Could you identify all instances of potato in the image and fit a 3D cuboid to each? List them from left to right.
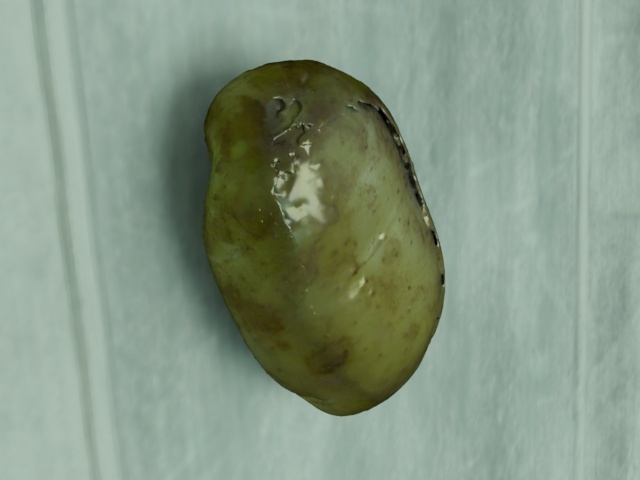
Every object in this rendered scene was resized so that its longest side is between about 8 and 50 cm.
[{"bbox_3d":[0.000,0.000,0.496,0.107,0.080,0.170,-45,128,-23],"label":"potato"}]
